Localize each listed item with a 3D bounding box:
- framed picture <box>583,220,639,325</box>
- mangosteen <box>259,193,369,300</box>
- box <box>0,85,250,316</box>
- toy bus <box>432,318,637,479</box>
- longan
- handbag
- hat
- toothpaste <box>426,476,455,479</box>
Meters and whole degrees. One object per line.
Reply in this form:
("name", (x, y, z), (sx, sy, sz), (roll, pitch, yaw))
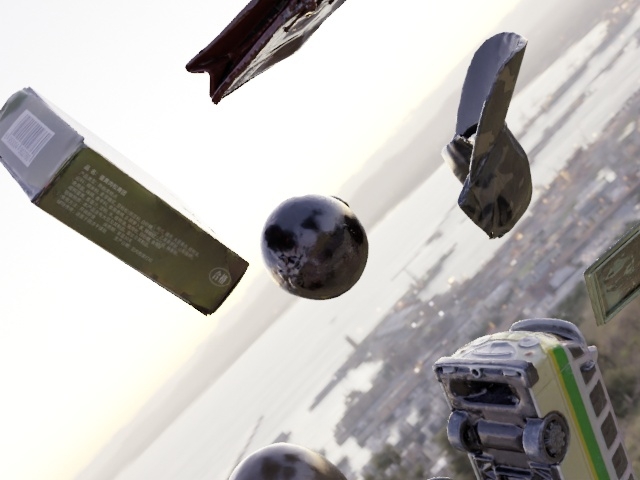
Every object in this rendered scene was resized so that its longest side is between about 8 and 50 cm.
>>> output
("framed picture", (0.610, 0.047, 1.719), (0.232, 0.019, 0.296), (-42, -33, 0))
("mangosteen", (0.000, 0.000, 1.827), (0.228, 0.228, 0.265), (-45, 2, 41))
("box", (-0.373, -0.073, 1.627), (0.138, 0.420, 0.373), (-52, 39, -1))
("toy bus", (0.275, 0.244, 1.079), (0.179, 0.305, 0.143), (-33, 16, -37))
("longan", (-0.057, 0.531, 1.687), (0.300, 0.300, 0.243), (-46, -4, -47))
("handbag", (-0.062, -0.347, 1.429), (0.260, 0.084, 0.275), (-39, 4, -37))
("hat", (0.374, -0.205, 1.815), (0.381, 0.257, 0.366), (-56, 15, 25))
("toothpaste", (0.210, 0.537, 1.507), (0.096, 0.061, 0.266), (-27, 47, 36))
